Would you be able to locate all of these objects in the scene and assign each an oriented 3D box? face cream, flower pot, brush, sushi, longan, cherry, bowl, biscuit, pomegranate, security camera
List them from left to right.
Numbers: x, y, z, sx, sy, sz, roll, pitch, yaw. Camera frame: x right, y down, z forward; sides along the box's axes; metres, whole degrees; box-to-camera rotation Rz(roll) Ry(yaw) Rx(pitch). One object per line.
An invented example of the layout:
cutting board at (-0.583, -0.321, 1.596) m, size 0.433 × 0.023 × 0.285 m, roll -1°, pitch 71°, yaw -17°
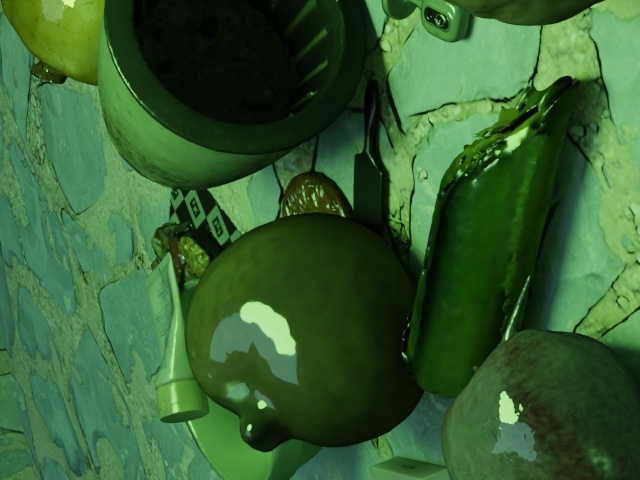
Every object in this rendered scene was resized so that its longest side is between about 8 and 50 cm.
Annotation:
pomegranate at (-0.318, -0.365, 1.708) m, size 0.307 × 0.307 × 0.307 m, roll 39°, pitch 137°, yaw 48°
face cream at (-0.206, 0.138, 1.670) m, size 0.114 × 0.070 × 0.224 m, roll -42°, pitch 55°, yaw 55°
sushi at (-0.209, 0.045, 1.949) m, size 0.292 × 0.059 × 0.294 m, roll 52°, pitch 145°, yaw 34°
flower pot at (-0.129, -0.199, 1.438) m, size 0.293 × 0.294 × 0.330 m, roll 69°, pitch 160°, yaw 7°
bowl at (-0.080, 0.186, 1.673) m, size 0.307 × 0.163 × 0.307 m, roll 38°, pitch 136°, yaw 49°
longan at (-0.013, 0.114, 1.393) m, size 0.300 × 0.300 × 0.243 m, roll 50°, pitch 172°, yaw 37°
biscuit at (-0.001, 0.000, 1.570) m, size 0.188 × 0.027 × 0.187 m, roll 40°, pitch 139°, yaw 48°
brush at (0.059, -0.097, 1.414) m, size 0.063 × 0.016 × 0.193 m, roll 37°, pitch 137°, yaw 48°
security camera at (0.111, -0.236, 1.209) m, size 0.092 × 0.058 × 0.058 m, roll 32°, pitch 133°, yaw 41°
cherry at (0.212, 0.187, 1.105) m, size 0.266 × 0.184 × 0.213 m, roll 63°, pitch 157°, yaw 25°

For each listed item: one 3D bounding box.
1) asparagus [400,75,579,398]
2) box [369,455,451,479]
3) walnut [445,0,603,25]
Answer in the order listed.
asparagus at (0.163, -0.008, 1.178) m, size 0.128 × 0.108 × 0.382 m, roll 48°, pitch 142°, yaw 42°
box at (0.127, 0.345, 1.497) m, size 0.130 × 0.051 × 0.129 m, roll -7°, pitch 99°, yaw 62°
walnut at (0.167, -0.289, 0.874) m, size 0.227 × 0.273 × 0.273 m, roll 41°, pitch 158°, yaw -16°
